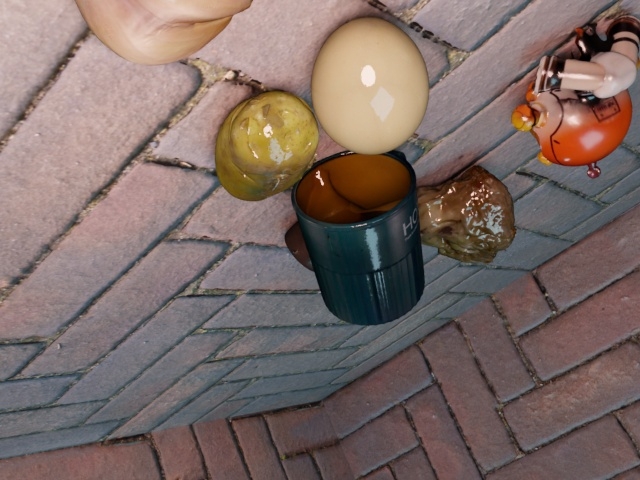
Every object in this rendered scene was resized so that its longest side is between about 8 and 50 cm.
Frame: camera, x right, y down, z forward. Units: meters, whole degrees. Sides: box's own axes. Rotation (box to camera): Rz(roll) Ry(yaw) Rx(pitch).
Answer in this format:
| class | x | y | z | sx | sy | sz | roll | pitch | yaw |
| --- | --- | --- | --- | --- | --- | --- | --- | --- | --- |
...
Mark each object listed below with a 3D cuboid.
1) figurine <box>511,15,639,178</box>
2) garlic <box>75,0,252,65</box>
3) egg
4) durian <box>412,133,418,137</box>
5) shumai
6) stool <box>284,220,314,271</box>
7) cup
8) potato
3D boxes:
| class | x | y | z | sx | sy | sz | roll | pitch | yaw |
| --- | --- | --- | --- | --- | --- | --- | --- | --- | --- |
| figurine | 0.554 | -0.283 | 1.498 | 0.320 | 0.196 | 0.323 | -28 | 149 | -8 |
| garlic | -0.179 | -0.289 | 0.840 | 0.228 | 0.110 | 0.217 | -6 | 155 | -40 |
| egg | 0.076 | -0.239 | 1.112 | 0.186 | 0.186 | 0.241 | -24 | 148 | -2 |
| durian | 0.122 | -0.226 | 1.341 | 0.140 | 0.071 | 0.110 | 10 | 137 | -30 |
| shumai | 0.319 | -0.035 | 1.787 | 0.283 | 0.217 | 0.346 | -18 | 160 | -18 |
| stool | 0.000 | 0.000 | 1.668 | 0.121 | 0.125 | 0.217 | -44 | 166 | 17 |
| cup | 0.087 | -0.018 | 1.474 | 0.242 | 0.308 | 0.292 | -11 | 129 | 4 |
| potato | -0.090 | -0.150 | 1.191 | 0.169 | 0.143 | 0.248 | 12 | 150 | -18 |
